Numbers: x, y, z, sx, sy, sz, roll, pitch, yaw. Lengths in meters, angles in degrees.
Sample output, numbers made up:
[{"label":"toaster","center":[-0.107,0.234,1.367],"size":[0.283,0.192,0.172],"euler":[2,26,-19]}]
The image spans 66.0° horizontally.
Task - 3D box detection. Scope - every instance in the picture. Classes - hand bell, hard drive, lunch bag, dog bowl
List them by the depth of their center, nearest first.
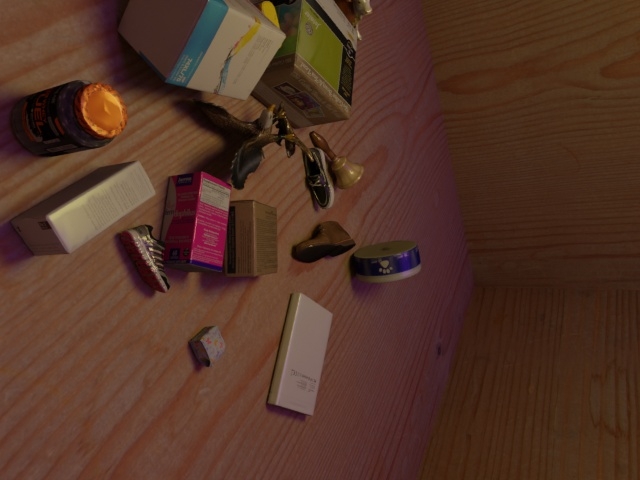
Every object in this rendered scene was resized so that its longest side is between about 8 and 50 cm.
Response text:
[{"label":"lunch bag","center":[-0.283,0.270,1.250],"size":[0.071,0.053,0.083],"euler":[-45,116,-54]},{"label":"hard drive","center":[-0.059,0.378,1.629],"size":[0.233,0.047,0.353],"euler":[42,54,-51]},{"label":"hand bell","center":[0.043,-0.314,1.811],"size":[0.242,0.126,0.126],"euler":[45,50,-34]},{"label":"dog bowl","center":[0.268,0.082,1.986],"size":[0.265,0.264,0.104],"euler":[-27,110,-57]}]

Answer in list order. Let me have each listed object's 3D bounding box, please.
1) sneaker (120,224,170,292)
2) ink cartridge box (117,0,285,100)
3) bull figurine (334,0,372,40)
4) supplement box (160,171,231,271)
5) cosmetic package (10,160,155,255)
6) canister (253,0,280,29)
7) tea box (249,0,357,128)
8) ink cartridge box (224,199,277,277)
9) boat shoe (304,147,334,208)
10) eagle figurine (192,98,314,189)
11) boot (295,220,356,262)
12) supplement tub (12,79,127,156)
[{"label":"sneaker","center":[-0.372,0.037,1.100],"size":[0.075,0.063,0.171],"euler":[-46,122,-43]},{"label":"ink cartridge box","center":[-0.261,-0.471,1.118],"size":[0.198,0.197,0.270],"euler":[47,26,18]},{"label":"bull figurine","center":[0.057,-0.771,1.663],"size":[0.101,0.310,0.189],"euler":[-44,146,-30]},{"label":"supplement box","center":[-0.299,-0.041,1.182],"size":[0.114,0.111,0.220],"euler":[24,67,-56]},{"label":"cosmetic package","center":[-0.441,-0.065,0.939],"size":[0.231,0.117,0.086],"euler":[-53,131,-46]},{"label":"canister","center":[-0.196,-0.561,1.329],"size":[0.073,0.169,0.126],"euler":[-39,121,-54]},{"label":"tea box","center":[-0.060,-0.568,1.513],"size":[0.329,0.219,0.324],"euler":[26,65,-56]},{"label":"ink cartridge box","center":[-0.183,-0.002,1.330],"size":[0.234,0.088,0.194],"euler":[10,79,-80]},{"label":"boat shoe","center":[-0.013,-0.213,1.719],"size":[0.070,0.077,0.220],"euler":[-21,98,-59]},{"label":"eagle figurine","center":[-0.188,-0.280,1.305],"size":[0.298,0.226,0.225],"euler":[-27,136,-39]},{"label":"boot","center":[0.000,0.000,1.733],"size":[0.305,0.112,0.115],"euler":[-9,66,-55]},{"label":"supplement tub","center":[-0.441,-0.216,0.873],"size":[0.117,0.190,0.117],"euler":[8,81,-59]}]
